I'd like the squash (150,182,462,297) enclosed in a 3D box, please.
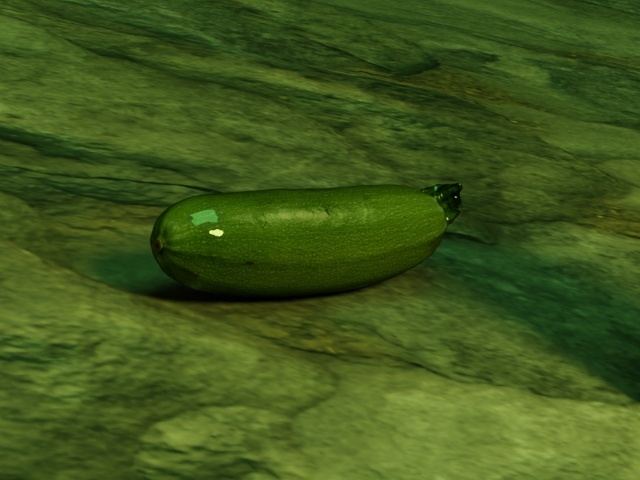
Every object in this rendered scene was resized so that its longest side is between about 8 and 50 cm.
[{"bbox_3d":[0.000,0.000,0.955,0.252,0.066,0.066,-5,25,-42],"label":"squash"}]
